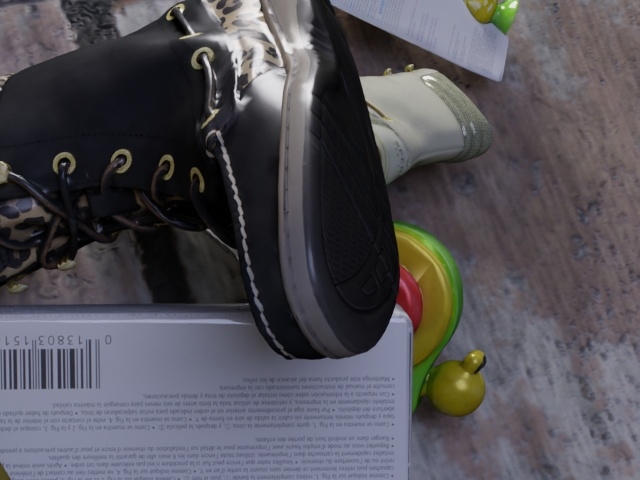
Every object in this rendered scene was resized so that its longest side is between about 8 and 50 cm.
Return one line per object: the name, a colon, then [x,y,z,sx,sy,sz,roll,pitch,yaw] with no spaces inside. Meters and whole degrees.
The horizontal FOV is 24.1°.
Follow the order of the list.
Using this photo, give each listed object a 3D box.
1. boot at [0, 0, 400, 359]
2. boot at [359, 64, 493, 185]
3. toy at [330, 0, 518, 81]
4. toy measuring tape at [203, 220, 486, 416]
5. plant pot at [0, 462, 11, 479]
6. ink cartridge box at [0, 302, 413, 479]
boot: [-0.110,-0.033,0.949,0.284,0.138,0.377,-20,42,11]
boot: [0.009,-0.104,1.150,0.213,0.077,0.165,31,32,32]
toy: [0.048,-0.222,1.225,0.237,0.056,0.137,21,61,-13]
toy measuring tape: [0.000,0.000,1.091,0.330,0.121,0.121,42,64,7]
plant pot: [-0.302,0.161,0.865,0.187,0.212,0.212,41,99,-13]
ink cartridge box: [-0.090,0.173,0.995,0.296,0.066,0.261,0,95,-4]
